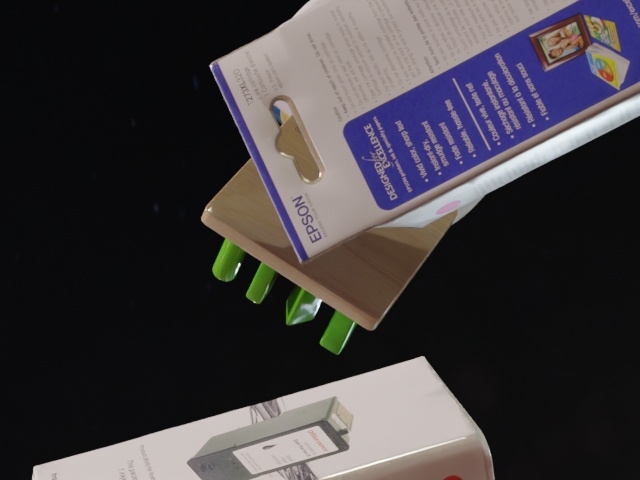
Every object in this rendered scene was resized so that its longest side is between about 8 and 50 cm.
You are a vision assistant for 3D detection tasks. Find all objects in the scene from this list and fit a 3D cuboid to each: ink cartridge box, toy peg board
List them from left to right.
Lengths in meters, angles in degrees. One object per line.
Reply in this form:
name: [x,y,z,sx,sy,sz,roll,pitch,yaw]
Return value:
ink cartridge box: [-0.027,0.215,1.135,0.273,0.115,0.198,-15,-62,-10]
toy peg board: [0.000,0.000,1.425,0.161,0.160,0.079,33,-46,6]
ink cartridge box: [0.120,-0.135,1.274,0.371,0.176,0.069,-27,-18,4]

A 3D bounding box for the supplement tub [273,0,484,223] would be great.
supplement tub: [0.062,-0.117,1.529,0.199,0.144,0.144,39,-63,18]
